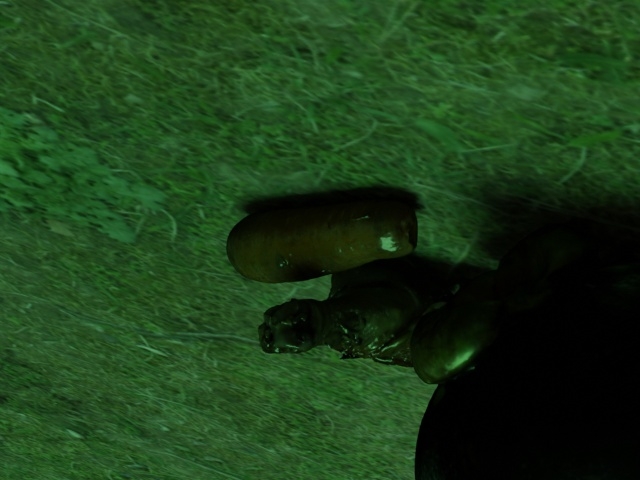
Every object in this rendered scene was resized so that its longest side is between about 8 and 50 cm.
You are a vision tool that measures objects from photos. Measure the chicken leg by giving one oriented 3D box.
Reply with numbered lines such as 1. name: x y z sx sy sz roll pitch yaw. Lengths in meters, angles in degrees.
1. chicken leg: 0.036 0.057 1.477 0.196 0.080 0.125 4 -177 -26

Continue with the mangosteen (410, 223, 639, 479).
1. mangosteen: 0.187 0.131 1.333 0.288 0.288 0.288 16 158 6

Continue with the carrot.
1. carrot: 0.000 0.000 1.441 0.060 0.060 0.186 34 153 -35
